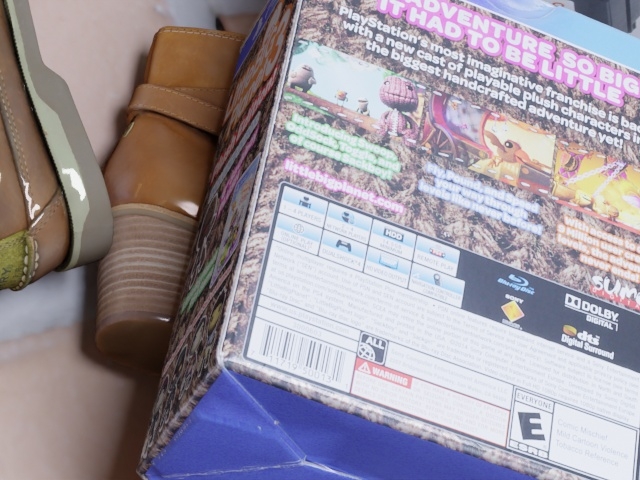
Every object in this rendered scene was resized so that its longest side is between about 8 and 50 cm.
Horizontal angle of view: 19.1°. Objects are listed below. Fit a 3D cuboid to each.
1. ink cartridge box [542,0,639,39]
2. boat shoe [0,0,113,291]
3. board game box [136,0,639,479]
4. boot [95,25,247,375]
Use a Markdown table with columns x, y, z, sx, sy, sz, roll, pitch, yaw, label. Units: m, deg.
| x | y | z | sx | sy | sz | roll | pitch | yaw | label |
| --- | --- | --- | --- | --- | --- | --- | --- | --- | --- |
| 0.141 | -0.182 | 1.185 | 0.307 | 0.223 | 0.129 | 5 | 64 | -10 | ink cartridge box |
| -0.220 | -0.114 | 1.052 | 0.104 | 0.110 | 0.307 | -19 | 72 | -29 | boat shoe |
| 0.057 | 0.009 | 1.014 | 0.232 | 0.141 | 0.291 | 21 | 55 | -12 | board game box |
| 0.000 | 0.000 | 1.151 | 0.283 | 0.109 | 0.220 | 16 | 56 | -16 | boot |
